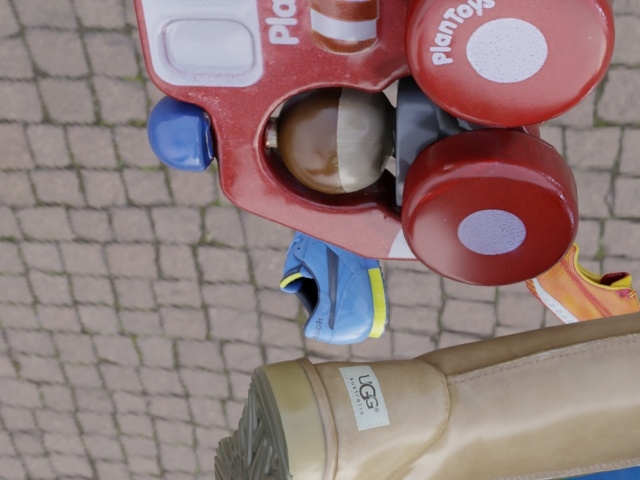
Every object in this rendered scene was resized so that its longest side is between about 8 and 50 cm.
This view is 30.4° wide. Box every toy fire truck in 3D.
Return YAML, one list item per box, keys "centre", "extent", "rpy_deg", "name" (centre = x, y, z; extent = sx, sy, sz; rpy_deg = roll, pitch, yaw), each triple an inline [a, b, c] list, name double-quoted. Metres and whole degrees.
- centre: [0.022, -0.107, 0.662]
  extent: [0.253, 0.169, 0.302]
  rpy_deg: [4, 137, 5]
  name: "toy fire truck"

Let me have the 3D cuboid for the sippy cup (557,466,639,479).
- centre: [0.225, 0.266, 0.701]
  extent: [0.240, 0.305, 0.224]
  rpy_deg: [-30, 119, 21]
  name: "sippy cup"

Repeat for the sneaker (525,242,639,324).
- centre: [0.248, 0.068, 0.971]
  extent: [0.175, 0.064, 0.067]
  rpy_deg: [42, 99, -13]
  name: "sneaker"

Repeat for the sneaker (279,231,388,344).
- centre: [0.000, 0.000, 1.060]
  extent: [0.082, 0.209, 0.069]
  rpy_deg: [-2, 143, -14]
  name: "sneaker"

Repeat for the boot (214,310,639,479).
- centre: [0.089, 0.117, 0.640]
  extent: [0.269, 0.089, 0.236]
  rpy_deg: [-7, 155, -18]
  name: "boot"
